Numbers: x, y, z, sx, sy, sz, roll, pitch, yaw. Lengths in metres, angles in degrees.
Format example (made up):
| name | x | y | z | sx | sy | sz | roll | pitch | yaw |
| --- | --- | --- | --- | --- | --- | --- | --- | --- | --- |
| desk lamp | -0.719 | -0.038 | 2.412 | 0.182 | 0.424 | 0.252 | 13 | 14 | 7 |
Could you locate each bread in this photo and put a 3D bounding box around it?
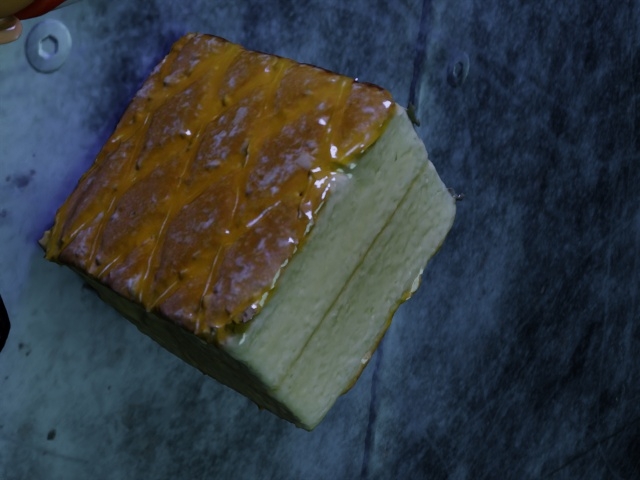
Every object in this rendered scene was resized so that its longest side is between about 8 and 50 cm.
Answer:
| name | x | y | z | sx | sy | sz | roll | pitch | yaw |
| --- | --- | --- | --- | --- | --- | --- | --- | --- | --- |
| bread | -0.064 | -0.013 | 1.046 | 0.279 | 0.279 | 0.207 | -59 | 143 | -15 |

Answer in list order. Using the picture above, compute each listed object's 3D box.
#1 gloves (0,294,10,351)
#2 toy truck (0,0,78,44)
| name | x | y | z | sx | sy | sz | roll | pitch | yaw |
| --- | --- | --- | --- | --- | --- | --- | --- | --- | --- |
| gloves | -0.337 | 0.048 | 0.870 | 0.164 | 0.124 | 0.203 | -29 | 139 | -15 |
| toy truck | -0.221 | -0.233 | 0.781 | 0.265 | 0.239 | 0.189 | -25 | 126 | -42 |
